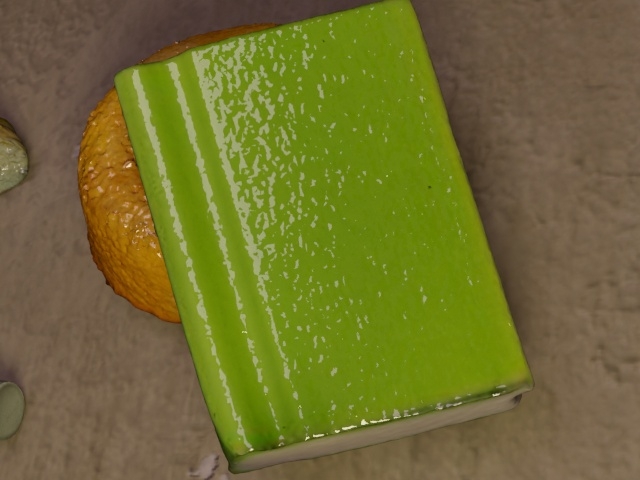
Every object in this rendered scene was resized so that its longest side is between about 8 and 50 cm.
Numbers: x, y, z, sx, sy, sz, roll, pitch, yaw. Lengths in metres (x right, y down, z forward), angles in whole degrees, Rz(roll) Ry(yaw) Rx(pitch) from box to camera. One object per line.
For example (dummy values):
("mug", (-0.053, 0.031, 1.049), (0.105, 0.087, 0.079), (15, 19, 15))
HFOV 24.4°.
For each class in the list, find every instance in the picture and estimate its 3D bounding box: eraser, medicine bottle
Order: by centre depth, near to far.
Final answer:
("eraser", (0.000, 0.000, 0.962), (0.210, 0.092, 0.274), (-14, 82, -4))
("medicine bottle", (-0.271, 0.125, 1.125), (0.083, 0.047, 0.047), (5, 64, 26))

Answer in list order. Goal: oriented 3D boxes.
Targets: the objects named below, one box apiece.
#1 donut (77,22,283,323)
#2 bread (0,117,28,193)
("donut", (-0.062, -0.053, 1.103), (0.253, 0.118, 0.253), (-4, 54, 6))
("bread", (-0.321, -0.074, 1.250), (0.157, 0.083, 0.094), (-7, 47, 22))
